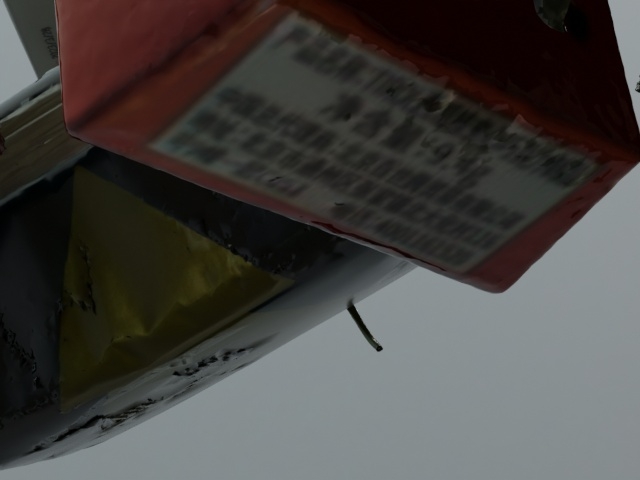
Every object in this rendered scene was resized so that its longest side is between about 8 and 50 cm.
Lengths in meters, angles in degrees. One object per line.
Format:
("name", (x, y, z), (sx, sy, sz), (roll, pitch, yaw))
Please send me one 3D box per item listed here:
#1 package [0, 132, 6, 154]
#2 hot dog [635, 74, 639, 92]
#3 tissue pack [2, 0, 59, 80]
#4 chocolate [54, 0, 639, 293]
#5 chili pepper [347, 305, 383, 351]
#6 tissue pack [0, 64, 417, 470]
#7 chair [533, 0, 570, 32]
("package", (-0.373, -0.060, 1.270), (0.223, 0.288, 0.108), (48, -163, -19))
("hot dog", (0.244, -0.073, 0.927), (0.055, 0.188, 0.072), (139, 128, -82))
("tissue pack", (-0.190, -0.233, 1.741), (0.124, 0.201, 0.271), (-106, -1, -45))
("chocolate", (0.019, -0.181, 1.099), (0.360, 0.161, 0.341), (20, -129, -40))
("chili pepper", (-0.002, 0.001, 1.634), (0.073, 0.072, 0.204), (-65, -39, -79))
("tissue pack", (-0.126, -0.016, 1.424), (0.253, 0.416, 0.264), (63, -170, 10))
("chair", (0.107, -0.206, 0.521), (0.203, 0.190, 0.275), (0, -138, -35))
